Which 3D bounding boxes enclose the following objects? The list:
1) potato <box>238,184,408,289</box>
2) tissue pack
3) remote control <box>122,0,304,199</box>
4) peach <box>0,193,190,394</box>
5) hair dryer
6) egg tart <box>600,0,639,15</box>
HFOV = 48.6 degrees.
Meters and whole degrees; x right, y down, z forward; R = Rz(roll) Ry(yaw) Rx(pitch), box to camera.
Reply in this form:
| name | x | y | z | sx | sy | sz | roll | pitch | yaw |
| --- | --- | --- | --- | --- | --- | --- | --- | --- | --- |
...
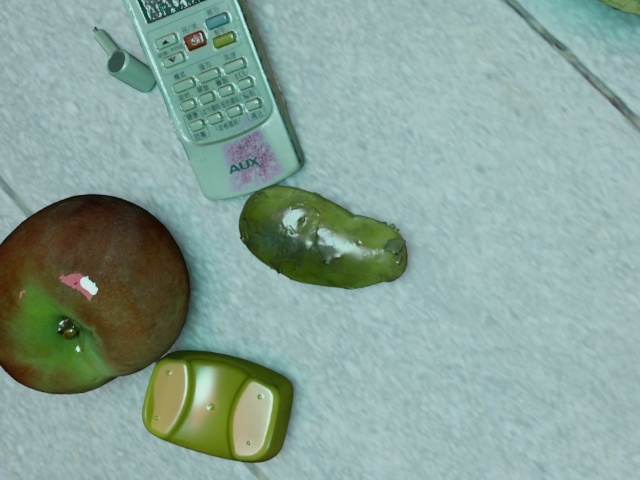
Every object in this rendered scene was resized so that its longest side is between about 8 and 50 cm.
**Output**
| name | x | y | z | sx | sy | sz | roll | pitch | yaw |
| --- | --- | --- | --- | --- | --- | --- | --- | --- | --- |
| potato | 0.000 | 0.000 | 0.886 | 0.225 | 0.090 | 0.117 | 17 | 121 | 16 |
| tissue pack | -0.125 | 0.208 | 0.900 | 0.178 | 0.127 | 0.123 | 12 | 85 | 9 |
| remote control | -0.139 | -0.223 | 0.887 | 0.145 | 0.050 | 0.344 | -18 | 104 | 13 |
| peach | -0.286 | 0.060 | 0.876 | 0.252 | 0.252 | 0.253 | 0 | 90 | 10 |
| hair dryer | -0.278 | -0.254 | 0.966 | 0.038 | 0.063 | 0.124 | -47 | 63 | 9 |
| egg tart | 0.367 | -0.432 | 0.749 | 0.387 | 0.169 | 0.388 | 2 | 80 | -9 |
